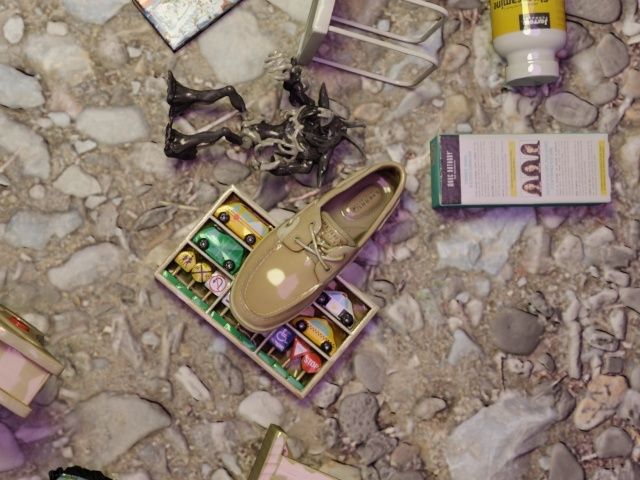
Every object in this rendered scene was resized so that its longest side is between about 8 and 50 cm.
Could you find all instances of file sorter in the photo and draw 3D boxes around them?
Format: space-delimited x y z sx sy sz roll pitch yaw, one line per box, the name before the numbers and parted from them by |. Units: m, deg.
file sorter | 0.091 -0.368 1.477 0.173 0.193 0.277 14 85 -7

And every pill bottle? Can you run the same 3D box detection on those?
pill bottle | 0.290 -0.313 1.536 0.103 0.103 0.184 -4 86 -6

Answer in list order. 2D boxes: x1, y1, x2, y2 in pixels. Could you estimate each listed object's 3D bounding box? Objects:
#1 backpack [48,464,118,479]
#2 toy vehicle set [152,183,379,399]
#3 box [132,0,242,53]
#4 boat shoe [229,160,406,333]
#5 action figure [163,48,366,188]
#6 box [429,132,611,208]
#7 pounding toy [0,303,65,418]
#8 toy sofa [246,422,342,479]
backpack | -0.313 0.375 1.395 0.117 0.173 0.158 15 84 -5
toy vehicle set | -0.074 0.070 1.507 0.267 0.035 0.166 40 83 -2
box | -0.180 -0.339 1.528 0.137 0.027 0.094 -38 92 -7
boat shoe | 0.000 0.000 1.453 0.302 0.098 0.109 -42 89 -23
action figure | -0.069 -0.158 1.473 0.276 0.141 0.164 2 75 -4
box | 0.279 -0.097 1.542 0.244 0.060 0.100 -1 86 -6
pounding toy | -0.437 0.158 1.397 0.155 0.269 0.154 -54 132 -6
toy sofa | 0.062 0.389 1.444 0.363 0.150 0.177 24 83 -4
